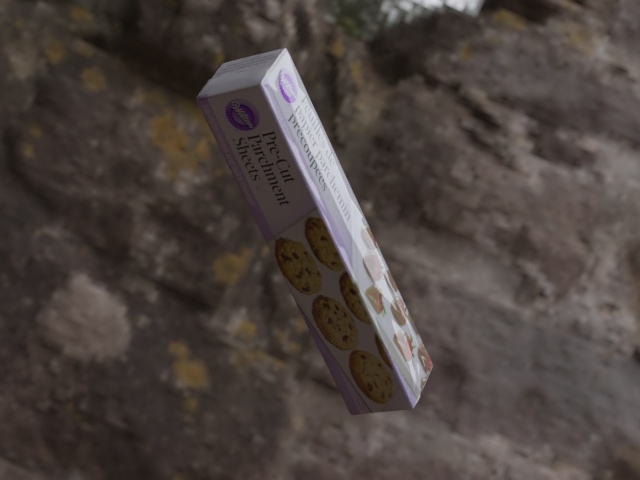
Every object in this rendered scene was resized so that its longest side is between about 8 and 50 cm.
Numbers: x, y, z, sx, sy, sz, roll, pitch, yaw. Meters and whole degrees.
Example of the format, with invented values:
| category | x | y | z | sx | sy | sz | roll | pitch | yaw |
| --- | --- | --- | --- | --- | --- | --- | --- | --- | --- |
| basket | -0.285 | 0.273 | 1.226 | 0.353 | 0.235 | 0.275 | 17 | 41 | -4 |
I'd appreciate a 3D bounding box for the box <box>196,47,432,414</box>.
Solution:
| category | x | y | z | sx | sy | sz | roll | pitch | yaw |
| --- | --- | --- | --- | --- | --- | --- | --- | --- | --- |
| box | 0.000 | 0.000 | 1.454 | 0.067 | 0.063 | 0.324 | -10 | -60 | 28 |
